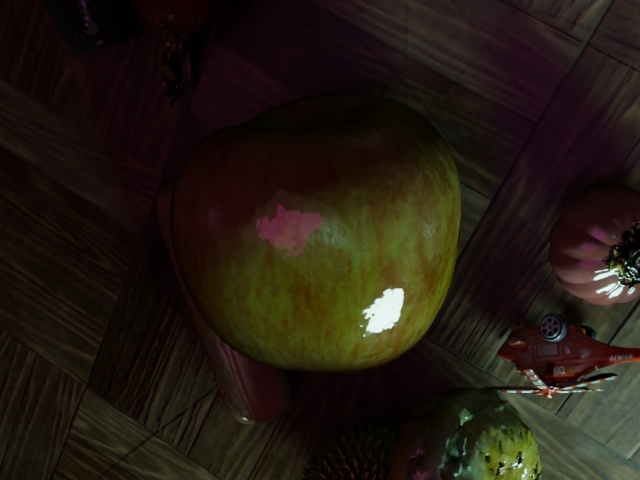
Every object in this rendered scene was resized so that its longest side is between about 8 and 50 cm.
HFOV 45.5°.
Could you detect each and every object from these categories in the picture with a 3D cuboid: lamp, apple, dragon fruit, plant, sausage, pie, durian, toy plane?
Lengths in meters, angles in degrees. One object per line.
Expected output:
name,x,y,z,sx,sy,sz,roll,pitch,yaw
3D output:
lamp,0.254,0.005,0.672,0.108,0.092,0.107,-5,109,-13
apple,0.000,0.000,0.683,0.264,0.264,0.264,7,110,20
dragon fruit,-0.138,-0.244,0.748,0.125,0.125,0.246,18,130,1
plant,-0.246,-0.269,0.788,0.092,0.094,0.143,1,119,37
sausage,-0.103,0.069,0.841,0.086,0.086,0.289,-12,101,25
pie,0.139,0.269,0.689,0.085,0.308,0.308,0,108,36
durian,0.075,0.279,0.806,0.198,0.146,0.159,43,144,-24
toy plane,0.241,0.103,0.693,0.126,0.194,0.077,12,72,-20
